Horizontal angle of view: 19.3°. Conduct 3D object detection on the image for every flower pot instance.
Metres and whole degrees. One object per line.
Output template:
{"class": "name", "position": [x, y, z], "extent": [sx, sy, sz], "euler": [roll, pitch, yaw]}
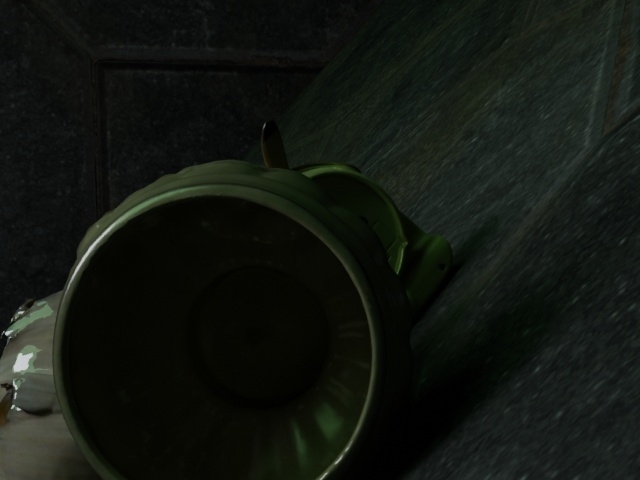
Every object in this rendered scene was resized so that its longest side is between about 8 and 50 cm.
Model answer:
{"class": "flower pot", "position": [-0.063, 0.084, 1.586], "extent": [0.307, 0.307, 0.244], "euler": [-44, -5, 9]}

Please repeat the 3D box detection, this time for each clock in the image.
{"class": "clock", "position": [0.000, 0.000, 1.786], "extent": [0.170, 0.232, 0.069], "euler": [-50, 11, -21]}

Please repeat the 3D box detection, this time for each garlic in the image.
{"class": "garlic", "position": [-0.221, 0.206, 1.843], "extent": [0.322, 0.241, 0.322], "euler": [-48, -31, -42]}
